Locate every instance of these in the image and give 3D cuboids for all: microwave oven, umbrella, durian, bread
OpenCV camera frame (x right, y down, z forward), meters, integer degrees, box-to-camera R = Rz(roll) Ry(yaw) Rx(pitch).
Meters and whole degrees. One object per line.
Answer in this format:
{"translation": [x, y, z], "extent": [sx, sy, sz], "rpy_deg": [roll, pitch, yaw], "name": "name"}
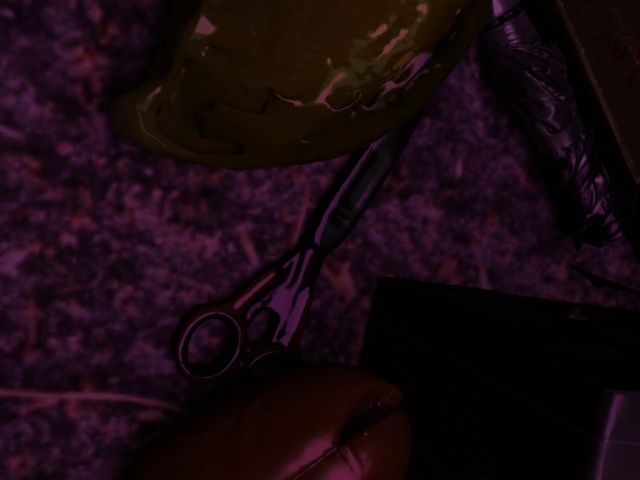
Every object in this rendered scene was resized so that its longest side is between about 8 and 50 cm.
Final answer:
{"translation": [0.242, 0.224, 0.817], "extent": [0.432, 0.236, 0.374], "rpy_deg": [9, 97, -27], "name": "microwave oven"}
{"translation": [0.143, -0.078, 0.813], "extent": [0.046, 0.050, 0.188], "rpy_deg": [-46, 118, -35], "name": "umbrella"}
{"translation": [0.009, -0.122, 0.716], "extent": [0.139, 0.101, 0.250], "rpy_deg": [37, 82, 9], "name": "durian"}
{"translation": [-0.035, 0.139, 0.731], "extent": [0.189, 0.077, 0.114], "rpy_deg": [-36, 76, 9], "name": "bread"}

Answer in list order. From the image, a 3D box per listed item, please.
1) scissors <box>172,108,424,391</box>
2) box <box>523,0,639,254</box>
{"translation": [0.000, 0.000, 0.779], "extent": [0.088, 0.017, 0.220], "rpy_deg": [36, 84, -24], "name": "scissors"}
{"translation": [0.221, -0.149, 0.838], "extent": [0.173, 0.043, 0.311], "rpy_deg": [-36, 114, -15], "name": "box"}
